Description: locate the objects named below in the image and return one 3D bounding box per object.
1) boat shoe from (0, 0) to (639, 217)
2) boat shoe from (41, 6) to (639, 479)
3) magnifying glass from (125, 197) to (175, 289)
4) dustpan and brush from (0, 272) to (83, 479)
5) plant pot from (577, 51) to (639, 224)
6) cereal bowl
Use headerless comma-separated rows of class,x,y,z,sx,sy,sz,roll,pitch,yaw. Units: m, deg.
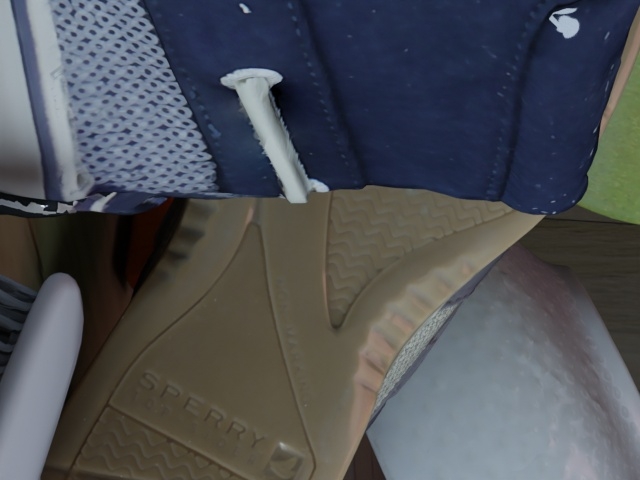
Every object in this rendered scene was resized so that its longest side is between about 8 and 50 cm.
boat shoe,-0.008,-0.139,0.330,0.341,0.158,0.127,87,10,-49
boat shoe,0.000,0.000,0.538,0.285,0.102,0.092,-60,-172,-10
magnifying glass,-0.044,-0.092,0.641,0.092,0.026,0.231,79,17,-68
dustpan and brush,-0.071,0.065,0.329,0.147,0.060,0.211,86,10,-49
plant pot,0.183,-0.152,0.859,0.254,0.276,0.276,96,2,-51
cereal bowl,0.115,0.116,1.034,0.339,0.141,0.339,-25,90,-86
